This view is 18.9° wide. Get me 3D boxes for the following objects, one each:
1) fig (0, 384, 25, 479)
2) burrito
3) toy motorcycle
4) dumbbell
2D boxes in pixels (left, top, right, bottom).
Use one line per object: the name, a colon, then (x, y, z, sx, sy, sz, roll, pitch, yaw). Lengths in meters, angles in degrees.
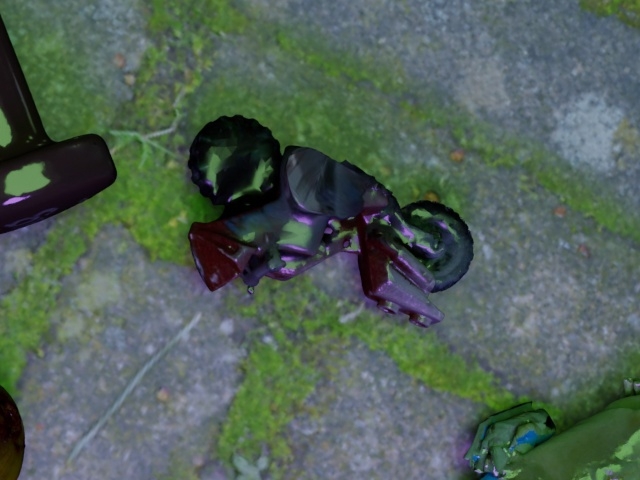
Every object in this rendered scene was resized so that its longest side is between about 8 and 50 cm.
fig: (-0.241, 0.138, 1.252, 0.098, 0.082, 0.084, -28, 87, 13)
burrito: (0.135, 0.174, 1.349, 0.288, 0.054, 0.104, -31, 73, -9)
toy motorcycle: (0.000, 0.000, 1.318, 0.213, 0.082, 0.122, 23, 79, -11)
dumbbell: (-0.225, -0.117, 1.242, 0.124, 0.140, 0.225, -21, 90, -6)
